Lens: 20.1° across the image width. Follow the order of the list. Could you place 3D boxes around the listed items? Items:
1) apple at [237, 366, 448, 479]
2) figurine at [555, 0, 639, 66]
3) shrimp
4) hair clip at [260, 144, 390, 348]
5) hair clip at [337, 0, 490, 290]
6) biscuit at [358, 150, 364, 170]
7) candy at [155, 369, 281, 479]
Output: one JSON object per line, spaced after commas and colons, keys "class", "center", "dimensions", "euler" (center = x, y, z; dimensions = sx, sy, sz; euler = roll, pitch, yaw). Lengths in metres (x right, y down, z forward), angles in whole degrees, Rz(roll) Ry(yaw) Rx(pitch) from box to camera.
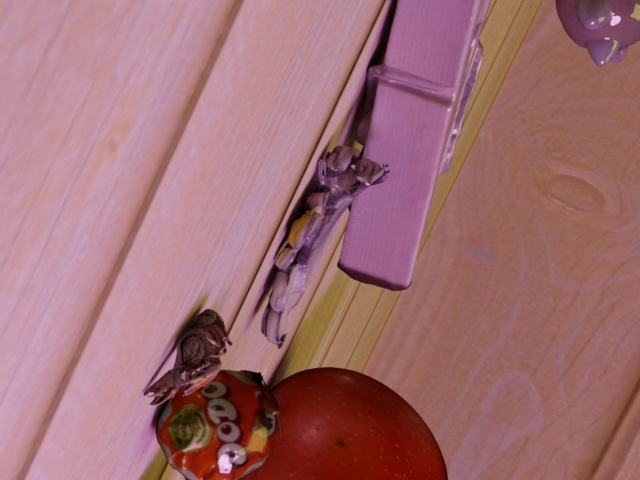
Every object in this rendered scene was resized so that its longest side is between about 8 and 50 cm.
{"class": "apple", "center": [0.010, 0.265, 1.860], "dimensions": [0.260, 0.216, 0.260], "euler": [-59, 171, -16]}
{"class": "figurine", "center": [0.215, -0.317, 1.294], "dimensions": [0.381, 0.203, 0.248], "euler": [-72, 169, -46]}
{"class": "shrimp", "center": [-0.077, 0.074, 1.145], "dimensions": [0.029, 0.038, 0.092], "euler": [62, 39, -26]}
{"class": "hair clip", "center": [0.000, 0.000, 1.443], "dimensions": [0.116, 0.049, 0.172], "euler": [-49, 167, -51]}
{"class": "hair clip", "center": [0.074, -0.106, 1.457], "dimensions": [0.331, 0.085, 0.101], "euler": [101, 13, -45]}
{"class": "biscuit", "center": [0.100, -0.165, 1.696], "dimensions": [0.237, 0.026, 0.131], "euler": [-65, 172, 2]}
{"class": "candy", "center": [-0.075, 0.146, 1.323], "dimensions": [0.084, 0.078, 0.288], "euler": [-32, 172, -9]}
